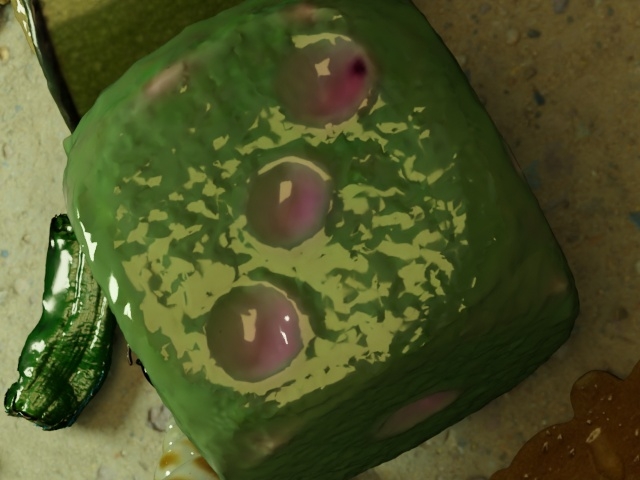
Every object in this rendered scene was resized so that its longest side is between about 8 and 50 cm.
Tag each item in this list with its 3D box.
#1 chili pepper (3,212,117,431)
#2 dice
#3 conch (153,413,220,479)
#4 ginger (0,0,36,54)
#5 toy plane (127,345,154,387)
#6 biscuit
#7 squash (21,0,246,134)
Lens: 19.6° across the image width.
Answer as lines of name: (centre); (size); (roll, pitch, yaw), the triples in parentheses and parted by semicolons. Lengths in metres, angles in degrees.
chili pepper: (-0.234, 0.071, 1.759); (0.098, 0.061, 0.224); (15, 85, 22)
dice: (0.000, 0.000, 1.487); (0.322, 0.318, 0.330); (-28, 72, 2)
conch: (-0.073, 0.270, 1.613); (0.183, 0.149, 0.275); (-22, 83, -12)
ginger: (-0.342, -0.257, 1.851); (0.258, 0.065, 0.149); (48, 115, 15)
toy plane: (-0.128, 0.063, 1.722); (0.078, 0.053, 0.197); (10, 88, 16)
biscuit: (0.243, 0.189, 1.535); (0.225, 0.036, 0.166); (-42, 53, 10)
squash: (-0.076, -0.225, 1.634); (0.309, 0.310, 0.310); (-14, 78, 7)
